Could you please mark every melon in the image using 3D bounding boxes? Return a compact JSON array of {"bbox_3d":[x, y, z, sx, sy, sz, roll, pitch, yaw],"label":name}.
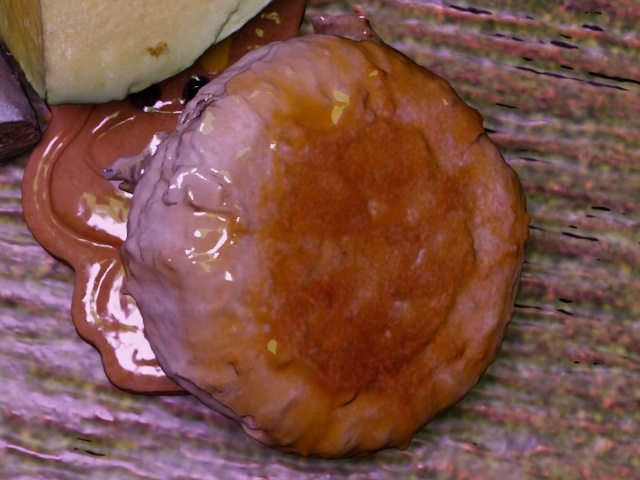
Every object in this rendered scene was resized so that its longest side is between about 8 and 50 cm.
[{"bbox_3d":[-0.152,-0.235,1.093,0.196,0.124,0.323,-34,54,-5],"label":"melon"}]

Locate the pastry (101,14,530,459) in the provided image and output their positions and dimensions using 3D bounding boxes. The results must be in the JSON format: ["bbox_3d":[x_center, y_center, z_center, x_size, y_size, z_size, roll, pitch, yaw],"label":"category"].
[{"bbox_3d":[0.002,0.006,1.039,0.257,0.121,0.236,46,69,-28],"label":"pastry"}]

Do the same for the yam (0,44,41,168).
[{"bbox_3d":[-0.249,-0.119,1.079,0.107,0.107,0.183,-31,75,-13],"label":"yam"}]

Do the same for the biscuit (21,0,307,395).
[{"bbox_3d":[-0.091,-0.052,1.113,0.186,0.044,0.295,-4,75,-5],"label":"biscuit"}]
